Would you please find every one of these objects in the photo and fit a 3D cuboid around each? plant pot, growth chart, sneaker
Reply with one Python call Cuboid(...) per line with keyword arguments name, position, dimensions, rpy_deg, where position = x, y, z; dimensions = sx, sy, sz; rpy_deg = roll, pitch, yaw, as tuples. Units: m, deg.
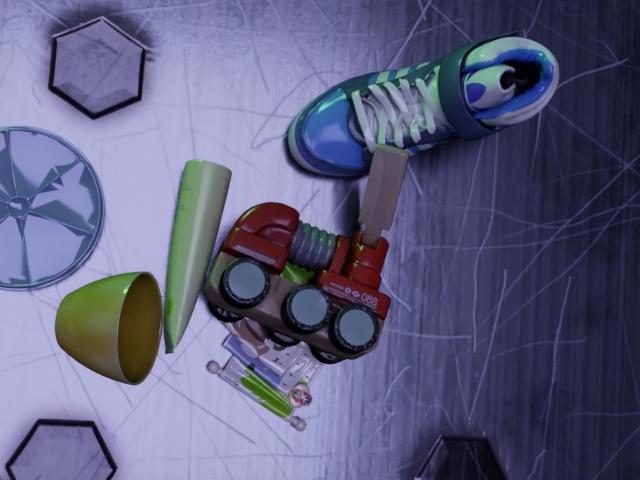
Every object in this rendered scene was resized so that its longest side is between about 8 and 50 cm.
Cuboid(name="plant pot", position=(-0.256, 0.100, 1.062), dimensions=(0.095, 0.134, 0.134), rpy_deg=(4, 85, 12))
Cuboid(name="growth chart", position=(-0.042, 0.102, 1.154), dimensions=(0.172, 0.021, 0.237), rpy_deg=(29, 80, -8))
Cuboid(name="sneaker", position=(0.132, -0.173, 1.101), dimensions=(0.322, 0.236, 0.130), rpy_deg=(-14, 89, -14))

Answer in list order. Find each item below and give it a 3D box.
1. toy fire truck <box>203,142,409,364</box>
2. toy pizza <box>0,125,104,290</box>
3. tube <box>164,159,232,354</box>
Cuboid(name="toy fire truck", position=(0.000, 0.000, 1.097), dimensions=(0.217, 0.158, 0.246), rpy_deg=(23, 69, -8))
Cuboid(name="toy pizza", position=(-0.365, -0.039, 1.086), dimensions=(0.201, 0.032, 0.201), rpy_deg=(1, 85, -12))
Cuboid(name="tube", position=(-0.162, 0.022, 1.102), dimensions=(0.062, 0.070, 0.240), rpy_deg=(5, 79, 27))
